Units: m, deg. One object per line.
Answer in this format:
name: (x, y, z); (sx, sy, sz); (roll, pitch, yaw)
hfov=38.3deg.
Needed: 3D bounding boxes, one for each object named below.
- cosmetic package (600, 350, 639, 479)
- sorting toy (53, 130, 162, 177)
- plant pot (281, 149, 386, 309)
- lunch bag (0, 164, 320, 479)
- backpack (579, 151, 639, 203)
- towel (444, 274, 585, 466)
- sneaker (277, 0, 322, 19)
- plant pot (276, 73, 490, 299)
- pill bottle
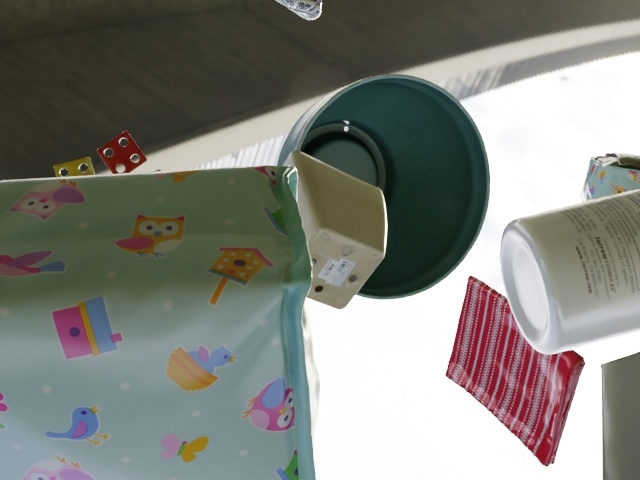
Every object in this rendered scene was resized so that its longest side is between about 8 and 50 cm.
cosmetic package: (0.255, 0.182, 0.609); (0.127, 0.107, 0.238); (54, -152, -18)
sorting toy: (-0.225, -0.009, 1.187); (0.274, 0.132, 0.046); (53, 175, -12)
plant pot: (0.000, 0.000, 0.864); (0.109, 0.109, 0.096); (23, -154, -28)
lunch bag: (-0.112, 0.094, 0.582); (0.223, 0.262, 0.160); (-5, -142, -5)
backpack: (0.467, -0.056, 1.342); (0.166, 0.144, 0.188); (14, -177, 6)
towel: (0.294, 0.199, 1.443); (0.031, 0.198, 0.275); (-4, -153, -29)
sneaker: (-0.041, -0.402, 1.459); (0.068, 0.071, 0.170); (25, -165, -35)
plant pot: (0.057, -0.080, 1.278); (0.293, 0.293, 0.196); (5, -174, -24)
pill bottle: (0.297, 0.019, 0.866); (0.229, 0.131, 0.131); (-13, -139, -7)
